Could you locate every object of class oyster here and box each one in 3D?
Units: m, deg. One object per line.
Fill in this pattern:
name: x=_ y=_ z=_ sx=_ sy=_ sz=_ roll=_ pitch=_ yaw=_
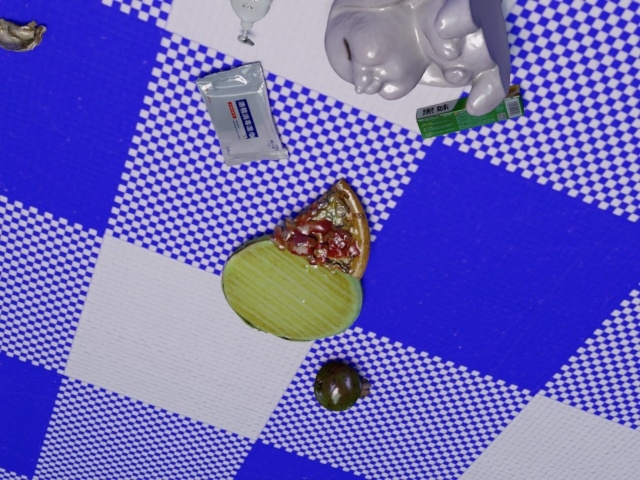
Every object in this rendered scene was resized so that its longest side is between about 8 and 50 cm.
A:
oyster: x=-0.514 y=-0.356 z=1.472 sx=0.083 sy=0.038 sz=0.081 roll=45 pitch=100 yaw=6

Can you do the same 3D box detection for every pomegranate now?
pomegranate: x=0.053 y=0.325 z=1.908 sx=0.142 sy=0.115 sz=0.114 roll=12 pitch=137 yaw=-35

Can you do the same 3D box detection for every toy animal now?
toy animal: x=0.137 y=-0.309 z=1.303 sx=0.264 sy=0.206 sz=0.272 roll=-4 pitch=150 yaw=29

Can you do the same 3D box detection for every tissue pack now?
tissue pack: x=-0.138 y=-0.217 z=1.519 sx=0.122 sy=0.026 sz=0.193 roll=-7 pitch=129 yaw=14

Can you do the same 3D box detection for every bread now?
bread: x=-0.059 y=0.102 z=1.769 sx=0.301 sy=0.045 sz=0.302 roll=6 pitch=131 yaw=7

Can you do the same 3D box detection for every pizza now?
pizza: x=0.000 y=0.000 z=1.623 sx=0.193 sy=0.053 sz=0.201 roll=-16 pitch=112 yaw=10

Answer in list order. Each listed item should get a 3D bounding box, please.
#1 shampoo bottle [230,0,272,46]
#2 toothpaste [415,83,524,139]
shampoo bottle: x=-0.111 y=-0.381 z=1.363 sx=0.077 sy=0.045 sz=0.152 roll=16 pitch=132 yaw=-5
toothpaste: x=0.251 y=-0.216 z=1.450 sx=0.178 sy=0.037 sz=0.043 roll=-12 pitch=131 yaw=19
